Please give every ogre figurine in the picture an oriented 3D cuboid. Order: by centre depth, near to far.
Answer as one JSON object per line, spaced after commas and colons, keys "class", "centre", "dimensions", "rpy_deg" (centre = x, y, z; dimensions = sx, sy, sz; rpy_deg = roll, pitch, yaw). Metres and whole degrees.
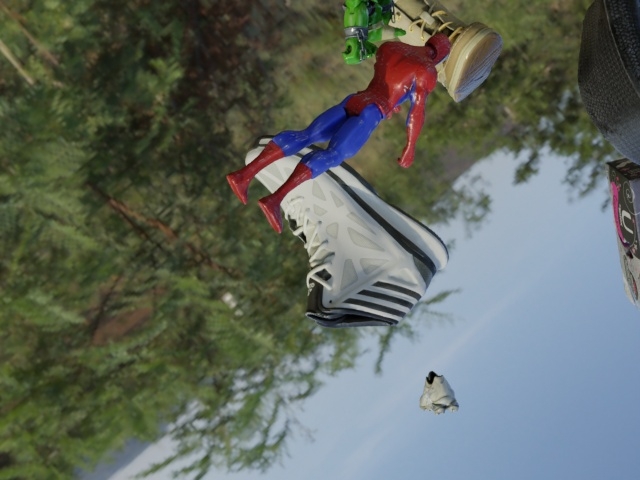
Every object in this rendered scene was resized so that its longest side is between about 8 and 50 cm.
{"class": "ogre figurine", "centre": [0.061, -0.318, 1.233], "dimensions": [0.096, 0.118, 0.197], "rpy_deg": [13, -146, 34]}

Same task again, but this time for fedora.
{"class": "fedora", "centre": [0.408, -0.209, 1.105], "dimensions": [0.334, 0.334, 0.152], "rpy_deg": [-42, -174, -36]}

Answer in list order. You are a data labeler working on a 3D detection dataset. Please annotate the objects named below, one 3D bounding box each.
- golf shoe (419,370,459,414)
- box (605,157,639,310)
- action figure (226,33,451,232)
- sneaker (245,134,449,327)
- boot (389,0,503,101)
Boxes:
{"class": "golf shoe", "centre": [0.242, 0.311, 1.905], "dimensions": [0.069, 0.086, 0.176], "rpy_deg": [-11, 174, -10]}
{"class": "box", "centre": [0.568, -0.012, 1.475], "dimensions": [0.163, 0.247, 0.142], "rpy_deg": [-13, -165, 4]}
{"class": "action figure", "centre": [0.042, -0.107, 0.977], "dimensions": [0.280, 0.091, 0.139], "rpy_deg": [-43, 147, -12]}
{"class": "sneaker", "centre": [0.001, 0.000, 1.742], "dimensions": [0.257, 0.447, 0.169], "rpy_deg": [-54, 174, -22]}
{"class": "boot", "centre": [0.172, -0.321, 1.381], "dimensions": [0.095, 0.203, 0.262], "rpy_deg": [-41, 175, 4]}
